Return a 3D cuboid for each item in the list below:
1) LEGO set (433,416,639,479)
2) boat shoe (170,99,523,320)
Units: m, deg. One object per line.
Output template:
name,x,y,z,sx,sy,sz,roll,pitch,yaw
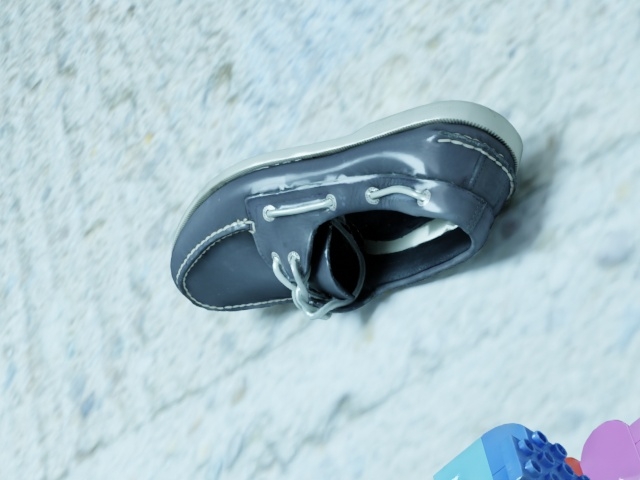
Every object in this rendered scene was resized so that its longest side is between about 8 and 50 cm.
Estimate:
LEGO set,0.103,0.110,0.531,0.093,0.087,0.227,-43,33,23
boat shoe,0.000,0.000,0.808,0.206,0.075,0.065,-22,40,38
